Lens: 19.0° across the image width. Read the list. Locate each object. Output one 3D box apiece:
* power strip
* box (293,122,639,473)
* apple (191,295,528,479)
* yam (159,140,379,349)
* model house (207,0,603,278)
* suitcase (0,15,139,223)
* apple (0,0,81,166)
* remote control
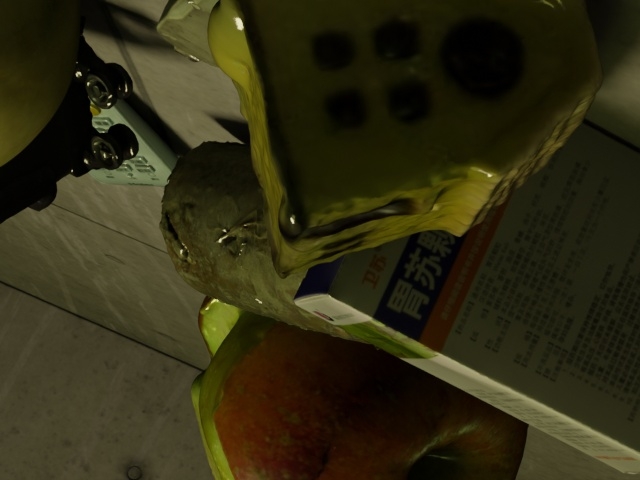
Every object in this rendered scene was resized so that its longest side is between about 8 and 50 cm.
[{"bbox_3d":[-0.058,-0.170,1.377,0.080,0.048,0.286,29,167,-12],"label":"power strip"},{"bbox_3d":[0.159,0.021,1.396,0.299,0.200,0.106,27,169,-10],"label":"box"},{"bbox_3d":[0.014,0.166,1.952,0.374,0.374,0.384,14,179,42],"label":"apple"},{"bbox_3d":[0.000,0.000,1.736,0.304,0.168,0.168,15,165,46],"label":"yam"},{"bbox_3d":[0.061,-0.095,1.203,0.234,0.175,0.193,-17,168,-8],"label":"model house"},{"bbox_3d":[-0.401,-0.131,1.639,0.434,0.283,0.194,19,128,33],"label":"suitcase"},{"bbox_3d":[-0.285,-0.173,1.359,0.262,0.262,0.262,24,168,5],"label":"apple"},{"bbox_3d":[-0.223,-0.123,1.895,0.103,0.051,0.293,3,158,23],"label":"remote control"}]
